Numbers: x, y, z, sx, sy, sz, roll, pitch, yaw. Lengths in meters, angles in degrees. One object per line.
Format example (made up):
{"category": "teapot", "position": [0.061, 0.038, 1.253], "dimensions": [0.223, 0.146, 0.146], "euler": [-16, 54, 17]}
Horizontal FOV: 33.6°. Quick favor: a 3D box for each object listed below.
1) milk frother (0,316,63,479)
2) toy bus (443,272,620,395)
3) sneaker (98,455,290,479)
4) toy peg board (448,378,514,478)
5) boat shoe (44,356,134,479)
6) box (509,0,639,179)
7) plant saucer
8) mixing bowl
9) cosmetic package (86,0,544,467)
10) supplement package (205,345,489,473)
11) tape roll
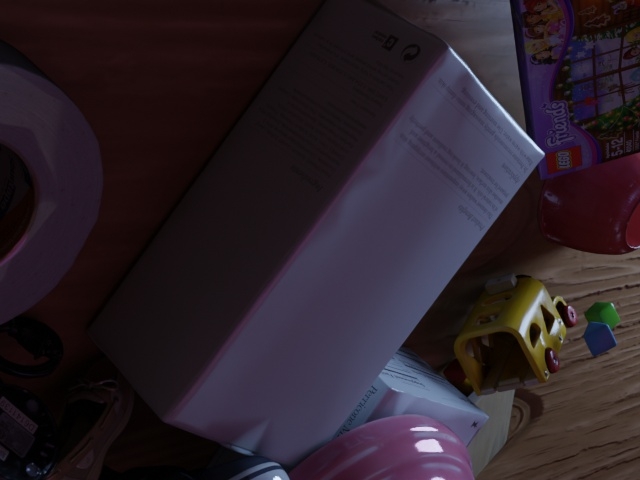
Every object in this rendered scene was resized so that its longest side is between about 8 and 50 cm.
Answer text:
{"category": "milk frother", "position": [-0.278, 0.149, 0.865], "dimensions": [0.134, 0.129, 0.143], "euler": [-33, -176, 33]}
{"category": "toy bus", "position": [0.233, 0.093, 1.267], "dimensions": [0.191, 0.202, 0.104], "euler": [-32, 106, -11]}
{"category": "sneaker", "position": [-0.185, 0.248, 0.930], "dimensions": [0.321, 0.128, 0.126], "euler": [-30, 158, 6]}
{"category": "toy peg board", "position": [0.172, 0.233, 1.357], "dimensions": [0.160, 0.079, 0.161], "euler": [-37, 142, -39]}
{"category": "boat shoe", "position": [-0.204, 0.155, 0.911], "dimensions": [0.153, 0.056, 0.048], "euler": [-71, 150, -43]}
{"category": "box", "position": [0.301, -0.191, 1.066], "dimensions": [0.200, 0.057, 0.293], "euler": [-16, 144, 6]}
{"category": "plant saucer", "position": [0.039, 0.330, 1.064], "dimensions": [0.332, 0.084, 0.332], "euler": [-23, 133, -27]}
{"category": "mixing bowl", "position": [0.362, -0.050, 1.290], "dimensions": [0.181, 0.098, 0.182], "euler": [-23, 133, -27]}
{"category": "cosmetic package", "position": [0.000, 0.000, 0.957], "dimensions": [0.385, 0.156, 0.217], "euler": [-51, 139, 2]}
{"category": "supplement package", "position": [0.017, 0.242, 1.155], "dimensions": [0.204, 0.145, 0.262], "euler": [24, 101, -49]}
{"category": "tape roll", "position": [-0.267, -0.037, 0.749], "dimensions": [0.219, 0.072, 0.219], "euler": [-23, 131, -28]}
